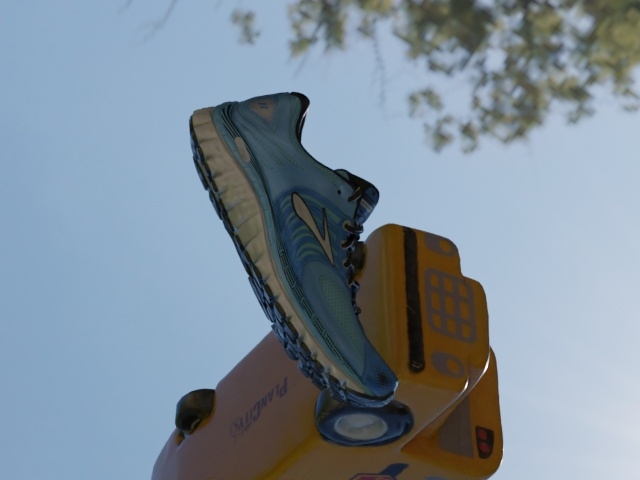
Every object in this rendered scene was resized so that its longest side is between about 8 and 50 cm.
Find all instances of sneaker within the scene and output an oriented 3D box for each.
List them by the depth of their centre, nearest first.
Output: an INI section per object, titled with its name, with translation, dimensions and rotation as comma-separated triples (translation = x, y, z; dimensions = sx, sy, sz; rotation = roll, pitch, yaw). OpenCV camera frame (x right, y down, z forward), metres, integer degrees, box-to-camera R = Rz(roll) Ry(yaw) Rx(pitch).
[sneaker]
translation = 0.000, 0.000, 0.750
dimensions = 0.073, 0.063, 0.162
rotation = -24, -99, -8

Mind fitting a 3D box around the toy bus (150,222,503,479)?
[toy bus]
translation = 0.000, 0.126, 0.973
dimensions = 0.130, 0.332, 0.108
rotation = 20, -131, -24
